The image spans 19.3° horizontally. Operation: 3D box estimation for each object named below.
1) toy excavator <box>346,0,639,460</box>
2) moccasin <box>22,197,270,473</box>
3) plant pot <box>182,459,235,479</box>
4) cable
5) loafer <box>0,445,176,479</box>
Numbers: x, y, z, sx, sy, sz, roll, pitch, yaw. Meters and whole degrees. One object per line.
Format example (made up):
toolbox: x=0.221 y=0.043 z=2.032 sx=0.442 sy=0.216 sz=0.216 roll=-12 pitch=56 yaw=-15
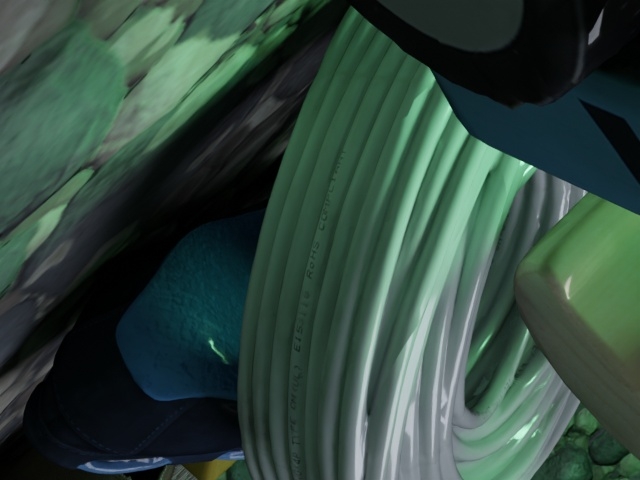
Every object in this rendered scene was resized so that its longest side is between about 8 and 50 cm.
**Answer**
toy excavator: x=0.153 y=-0.020 z=0.463 sx=0.222 sy=0.445 sz=0.433 roll=-42 pitch=-142 yaw=-15
moccasin: x=-0.027 y=0.038 z=0.916 sx=0.117 sy=0.138 sz=0.342 roll=-33 pitch=164 yaw=25
plant pot: x=-0.062 y=0.073 z=1.083 sx=0.081 sy=0.081 sz=0.083 roll=-41 pitch=164 yaw=-30
cable: x=0.055 y=0.005 z=0.764 sx=0.257 sy=0.089 sz=0.257 roll=-54 pitch=152 yaw=-30
loafer: x=-0.146 y=0.141 z=0.980 sx=0.087 sy=0.094 sz=0.251 roll=-59 pitch=173 yaw=26
